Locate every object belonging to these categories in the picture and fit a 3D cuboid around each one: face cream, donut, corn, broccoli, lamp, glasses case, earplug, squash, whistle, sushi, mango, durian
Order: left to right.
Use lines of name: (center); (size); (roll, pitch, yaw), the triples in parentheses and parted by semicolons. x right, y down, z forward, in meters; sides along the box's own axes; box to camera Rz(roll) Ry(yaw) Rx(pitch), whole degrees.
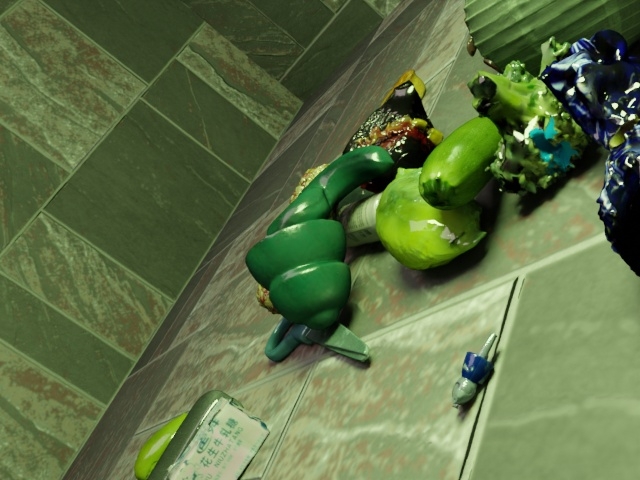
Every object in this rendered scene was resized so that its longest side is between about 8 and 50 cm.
mango: (-0.316, 0.419, 1.382); (0.165, 0.074, 0.091); (-56, 12, -16)
glasses case: (-0.247, 0.411, 1.177); (0.131, 0.074, 0.323); (-27, 29, 59)
corn: (-0.033, -0.005, 1.221); (0.098, 0.098, 0.290); (-173, 102, -74)
earplug: (0.005, 0.001, 1.084); (0.164, 0.257, 0.280); (89, 170, -71)
face cream: (0.074, -0.032, 1.221); (0.082, 0.082, 0.269); (-57, 14, -16)
sushi: (0.135, -0.154, 1.209); (0.172, 0.153, 0.150); (-29, 36, 5)
donut: (0.193, -0.335, 1.635); (0.152, 0.058, 0.152); (-49, 14, 16)
durian: (0.144, -0.032, 0.945); (0.139, 0.101, 0.250); (-47, 19, 19)
squash: (0.193, -0.105, 0.889); (0.082, 0.082, 0.292); (-41, -1, 39)
whistle: (0.152, 0.128, 0.672); (0.083, 0.029, 0.033); (-59, -17, -9)
broccoli: (0.242, -0.146, 0.796); (0.167, 0.160, 0.155); (-53, 35, 39)
lamp: (0.310, -0.313, 0.866); (0.265, 0.233, 0.233); (-26, 21, 14)

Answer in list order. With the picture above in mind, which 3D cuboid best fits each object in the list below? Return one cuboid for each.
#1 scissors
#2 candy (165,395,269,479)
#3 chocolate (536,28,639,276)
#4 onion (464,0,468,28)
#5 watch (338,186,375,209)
scissors: (0.002, 0.146, 1.119); (0.193, 0.029, 0.447); (-55, 13, -8)
candy: (-0.162, 0.332, 1.063); (0.160, 0.092, 0.073); (-55, 12, -15)
chocolate: (0.289, -0.100, 0.618); (0.343, 0.148, 0.126); (-78, -15, -57)
onion: (0.327, -0.411, 1.101); (0.206, 0.207, 0.216); (-40, 12, 31)
watch: (0.091, -0.150, 1.500); (0.193, 0.068, 0.206); (-37, 24, 38)
